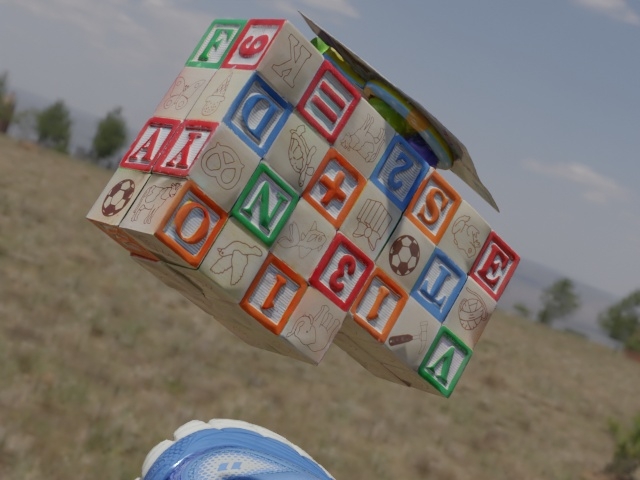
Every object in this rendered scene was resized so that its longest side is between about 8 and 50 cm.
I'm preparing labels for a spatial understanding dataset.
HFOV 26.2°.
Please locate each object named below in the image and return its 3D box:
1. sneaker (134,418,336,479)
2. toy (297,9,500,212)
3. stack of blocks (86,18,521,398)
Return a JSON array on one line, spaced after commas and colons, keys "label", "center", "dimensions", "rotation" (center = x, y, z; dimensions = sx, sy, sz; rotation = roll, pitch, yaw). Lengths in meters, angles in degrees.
[{"label": "sneaker", "center": [0.053, 0.210, 0.709], "dimensions": [0.330, 0.130, 0.147], "rotation": [27, -1, -13]}, {"label": "toy", "center": [0.060, -0.110, 1.296], "dimensions": [0.237, 0.056, 0.137], "rotation": [48, -1, 31]}, {"label": "stack of blocks", "center": [0.000, 0.000, 0.987], "dimensions": [0.087, 0.171, 0.297], "rotation": [12, -23, 50]}]
